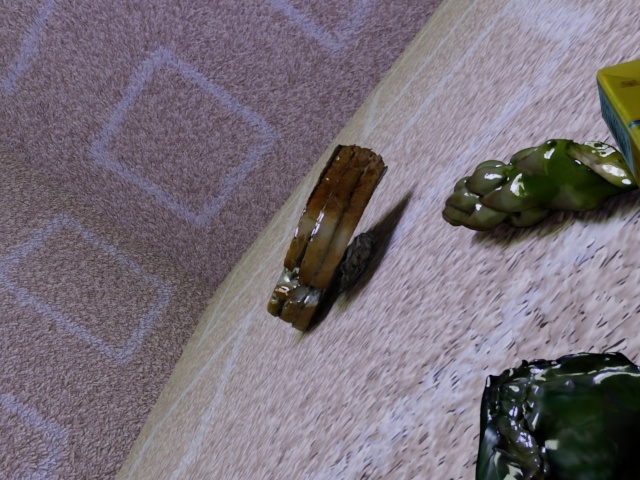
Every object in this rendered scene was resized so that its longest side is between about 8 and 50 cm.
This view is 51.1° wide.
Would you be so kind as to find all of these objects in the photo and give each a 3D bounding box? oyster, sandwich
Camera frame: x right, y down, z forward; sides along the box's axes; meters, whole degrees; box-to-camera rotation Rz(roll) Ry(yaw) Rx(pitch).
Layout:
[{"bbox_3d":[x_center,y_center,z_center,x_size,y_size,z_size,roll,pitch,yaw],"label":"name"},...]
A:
[{"bbox_3d":[0.059,0.040,1.105,0.098,0.037,0.100,-38,-30,-74],"label":"oyster"},{"bbox_3d":[0.001,0.001,1.143,0.249,0.095,0.273,-62,-2,-40],"label":"sandwich"}]

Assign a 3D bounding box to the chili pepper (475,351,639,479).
[{"bbox_3d":[0.137,0.121,0.215,0.264,0.116,0.148,-134,52,-77],"label":"chili pepper"}]

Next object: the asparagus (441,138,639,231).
[{"bbox_3d":[0.190,-0.051,0.636,0.080,0.080,0.287,-57,9,-18],"label":"asparagus"}]

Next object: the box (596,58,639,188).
[{"bbox_3d":[0.225,-0.043,0.295,0.153,0.041,0.279,-11,27,18],"label":"box"}]
